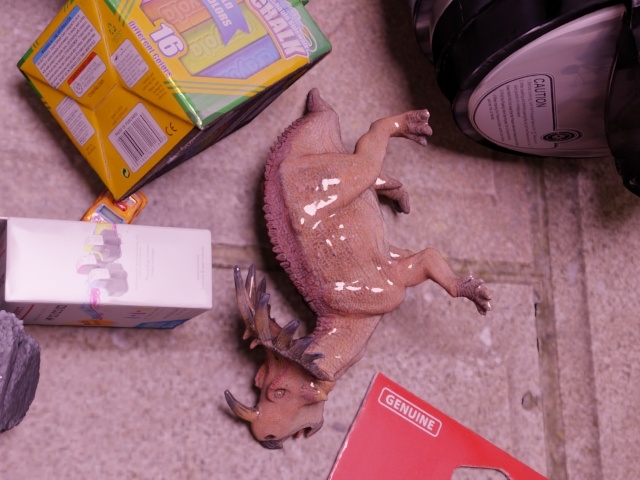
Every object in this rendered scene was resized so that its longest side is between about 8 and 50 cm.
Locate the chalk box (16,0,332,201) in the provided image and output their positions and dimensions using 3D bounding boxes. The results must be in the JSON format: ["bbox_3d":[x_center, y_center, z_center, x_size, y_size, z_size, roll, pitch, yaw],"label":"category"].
[{"bbox_3d":[-0.094,-0.150,0.841,0.132,0.132,0.213,53,45,-3],"label":"chalk box"}]

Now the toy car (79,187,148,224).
[{"bbox_3d":[-0.180,-0.055,0.845,0.060,0.040,0.122,-37,94,-26],"label":"toy car"}]

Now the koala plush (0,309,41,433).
[{"bbox_3d":[-0.309,0.107,0.680,0.221,0.203,0.196,13,66,-4],"label":"koala plush"}]

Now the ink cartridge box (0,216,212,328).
[{"bbox_3d":[-0.179,0.026,0.790,0.181,0.104,0.061,4,76,-22],"label":"ink cartridge box"}]

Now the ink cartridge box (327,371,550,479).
[{"bbox_3d":[0.120,0.286,0.879,0.296,0.066,0.261,33,68,-13],"label":"ink cartridge box"}]

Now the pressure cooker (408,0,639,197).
[{"bbox_3d":[0.259,-0.244,0.885,0.370,0.376,0.420,5,71,-34],"label":"pressure cooker"}]

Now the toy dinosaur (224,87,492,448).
[{"bbox_3d":[0.000,0.000,0.870,0.200,0.127,0.295,-11,76,-18],"label":"toy dinosaur"}]
